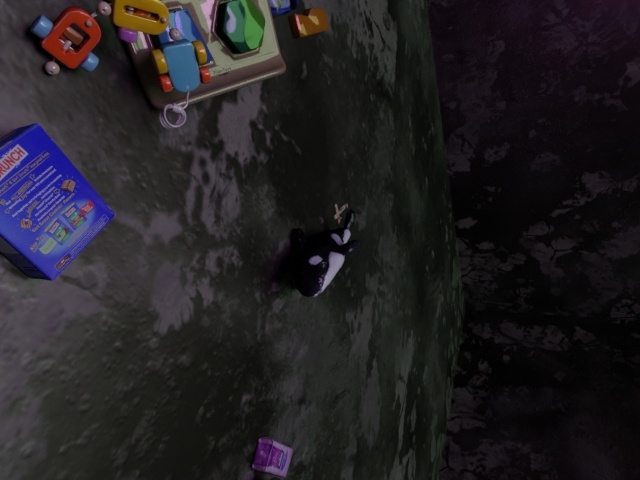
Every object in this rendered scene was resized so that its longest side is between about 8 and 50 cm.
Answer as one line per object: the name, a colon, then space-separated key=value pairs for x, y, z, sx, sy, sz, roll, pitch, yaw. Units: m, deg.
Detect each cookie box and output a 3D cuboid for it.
cookie box: x=-0.255 y=-0.033 z=0.374 sx=0.092 sy=0.040 sz=0.107 roll=-65 pitch=144 yaw=-40

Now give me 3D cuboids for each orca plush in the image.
orca plush: x=0.000 y=0.000 z=0.820 sx=0.102 sy=0.151 sz=0.287 roll=49 pitch=41 yaw=-7

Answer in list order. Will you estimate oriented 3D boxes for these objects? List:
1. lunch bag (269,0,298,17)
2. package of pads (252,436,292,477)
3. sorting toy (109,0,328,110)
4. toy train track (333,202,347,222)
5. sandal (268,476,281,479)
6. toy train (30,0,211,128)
lunch bag: x=-0.096 y=-0.415 z=0.653 sx=0.151 sy=0.096 sz=0.129 roll=-71 pitch=147 yaw=-57
package of pads: x=-0.081 y=0.374 z=0.721 sx=0.083 sy=0.031 sz=0.050 roll=56 pitch=39 yaw=-48
sorting toy: x=-0.113 y=-0.322 z=0.537 sx=0.307 sy=0.041 sz=0.229 roll=-33 pitch=120 yaw=-31
toy train track: x=0.052 y=-0.072 z=1.017 sx=0.083 sy=0.014 sz=0.048 roll=-48 pitch=131 yaw=-54
sandal: x=-0.074 y=0.534 z=0.669 sx=0.120 sy=0.086 sz=0.303 roll=2 pitch=87 yaw=-63
toy train: x=-0.201 y=-0.200 z=0.446 sx=0.125 sy=0.046 sz=0.166 roll=-49 pitch=142 yaw=9
